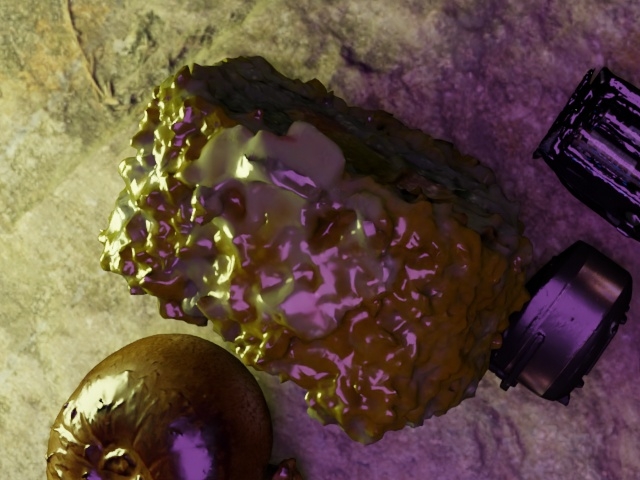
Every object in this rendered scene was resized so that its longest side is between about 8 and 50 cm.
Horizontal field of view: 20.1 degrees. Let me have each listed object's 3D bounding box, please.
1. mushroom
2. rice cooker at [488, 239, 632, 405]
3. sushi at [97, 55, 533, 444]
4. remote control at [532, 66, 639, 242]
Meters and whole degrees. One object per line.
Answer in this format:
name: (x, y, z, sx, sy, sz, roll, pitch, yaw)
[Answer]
mushroom: (-0.161, 0.246, 1.890, 0.278, 0.163, 0.297, 13, 101, 16)
rice cooker: (0.234, 0.081, 1.764, 0.106, 0.112, 0.165, 28, 110, 5)
sushi: (0.000, 0.000, 1.692, 0.397, 0.351, 0.240, 29, 105, 15)
remote control: (0.394, -0.014, 1.723, 0.399, 0.062, 0.144, 35, 107, 9)
